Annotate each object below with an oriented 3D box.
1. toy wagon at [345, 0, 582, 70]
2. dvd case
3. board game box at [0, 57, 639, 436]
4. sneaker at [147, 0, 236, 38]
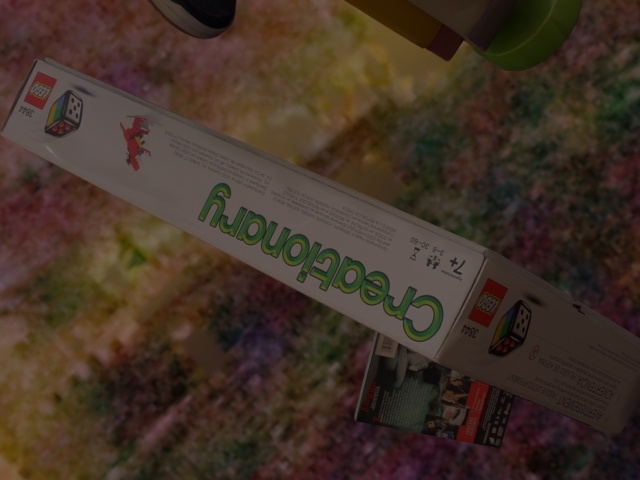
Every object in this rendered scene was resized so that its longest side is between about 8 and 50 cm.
[{"bbox_3d":[-0.046,-0.182,0.568,0.068,0.267,0.344,-58,37,9],"label":"toy wagon"},{"bbox_3d":[0.094,0.112,0.996,0.013,0.119,0.087,-100,21,-72],"label":"dvd case"},{"bbox_3d":[0.000,0.000,0.654,0.193,0.305,0.053,27,-91,-51],"label":"board game box"},{"bbox_3d":[-0.109,-0.323,1.088,0.153,0.282,0.099,-18,4,41],"label":"sneaker"}]
